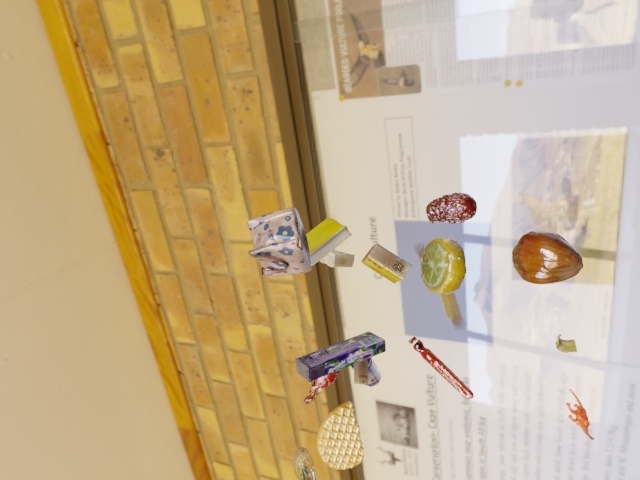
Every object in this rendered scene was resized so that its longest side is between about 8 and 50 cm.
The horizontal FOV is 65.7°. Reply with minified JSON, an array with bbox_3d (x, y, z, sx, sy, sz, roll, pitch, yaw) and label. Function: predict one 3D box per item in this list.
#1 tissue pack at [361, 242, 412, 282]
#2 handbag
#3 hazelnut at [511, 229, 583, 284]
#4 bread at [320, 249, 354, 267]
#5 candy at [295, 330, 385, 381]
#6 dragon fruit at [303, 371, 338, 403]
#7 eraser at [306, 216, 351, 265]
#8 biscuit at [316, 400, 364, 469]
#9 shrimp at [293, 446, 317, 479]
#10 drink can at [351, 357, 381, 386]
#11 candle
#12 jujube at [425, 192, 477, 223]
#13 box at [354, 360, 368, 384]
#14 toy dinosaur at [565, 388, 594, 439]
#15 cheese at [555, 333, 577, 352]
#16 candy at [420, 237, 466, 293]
[{"bbox_3d":[0.258,0.094,1.957,0.082,0.169,0.120,-58,1,-16],"label":"tissue pack"},{"bbox_3d":[-0.146,0.012,1.754,0.251,0.193,0.190,71,-174,-64],"label":"handbag"},{"bbox_3d":[0.733,0.063,1.618,0.210,0.186,0.210,45,-162,-19],"label":"hazelnut"},{"bbox_3d":[0.089,0.092,2.582,0.152,0.105,0.077,5,-76,-41],"label":"bread"},{"bbox_3d":[0.069,0.374,1.614,0.312,0.088,0.061,-12,-70,-31],"label":"candy"},{"bbox_3d":[-0.002,0.515,1.823,0.190,0.094,0.094,-55,-27,4],"label":"dragon fruit"},{"bbox_3d":[0.000,0.000,2.124,0.226,0.158,0.069,-38,-58,-10],"label":"eraser"},{"bbox_3d":[0.084,0.858,2.117,0.205,0.040,0.308,-18,-74,-22],"label":"biscuit"},{"bbox_3d":[-0.057,1.050,2.215,0.061,0.267,0.145,17,-64,-29],"label":"shrimp"},{"bbox_3d":[0.190,0.538,2.084,0.235,0.097,0.097,63,-143,-56],"label":"drink can"},{"bbox_3d":[0.484,0.512,1.990,0.051,0.329,0.048,-23,-28,-55],"label":"candle"},{"bbox_3d":[0.434,-0.111,1.646,0.104,0.166,0.104,-3,-90,-71],"label":"jujube"},{"bbox_3d":[0.146,0.471,1.774,0.053,0.024,0.083,19,-115,-35],"label":"box"},{"bbox_3d":[0.984,0.655,1.889,0.101,0.055,0.279,43,-150,-14],"label":"toy dinosaur"},{"bbox_3d":[0.851,0.361,1.739,0.041,0.084,0.060,-55,12,48],"label":"cheese"},{"bbox_3d":[0.547,0.115,2.220,0.260,0.118,0.259,-176,90,-72],"label":"candy"}]
